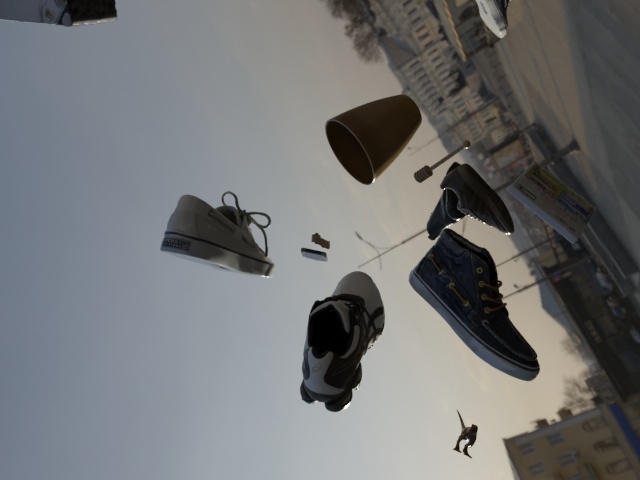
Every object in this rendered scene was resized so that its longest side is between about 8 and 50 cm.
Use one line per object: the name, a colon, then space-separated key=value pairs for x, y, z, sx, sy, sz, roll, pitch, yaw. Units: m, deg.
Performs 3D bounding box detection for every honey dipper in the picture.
honey dipper: x=0.278 y=-0.182 z=1.132 sx=0.030 sy=0.160 sz=0.031 roll=16 pitch=-122 yaw=-29

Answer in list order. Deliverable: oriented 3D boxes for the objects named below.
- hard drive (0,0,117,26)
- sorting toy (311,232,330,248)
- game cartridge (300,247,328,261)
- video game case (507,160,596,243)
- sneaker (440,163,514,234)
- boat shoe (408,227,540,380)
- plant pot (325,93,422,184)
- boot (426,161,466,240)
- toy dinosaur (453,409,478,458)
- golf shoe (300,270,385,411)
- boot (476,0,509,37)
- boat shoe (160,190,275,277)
hard drive: x=-0.295 y=-0.357 z=0.384 sx=0.064 sy=0.236 sz=0.339 roll=-47 pitch=-34 yaw=-52
sorting toy: x=0.000 y=0.000 z=1.556 sx=0.062 sy=0.012 sz=0.083 roll=22 pitch=-157 yaw=-9
game cartridge: x=-0.018 y=0.045 z=1.545 sx=0.056 sy=0.083 sz=0.017 roll=79 pitch=-154 yaw=-62
video game case: x=0.622 y=-0.109 z=1.323 sx=0.212 sy=0.023 sz=0.193 roll=43 pitch=-132 yaw=12
sneaker: x=0.324 y=-0.076 z=1.020 sx=0.188 sy=0.071 sz=0.066 roll=46 pitch=-143 yaw=-16
boat shoe: x=0.183 y=0.067 z=0.556 sx=0.065 sy=0.083 sz=0.183 roll=-3 pitch=-141 yaw=-48
plant pot: x=0.186 y=-0.340 z=1.550 sx=0.237 sy=0.254 sz=0.237 roll=51 pitch=167 yaw=17
boot: x=0.336 y=-0.108 z=1.340 sx=0.076 sy=0.137 sz=0.198 roll=27 pitch=-128 yaw=-7
toy dinosaur: x=0.430 y=0.567 z=1.443 sx=0.064 sy=0.112 sz=0.211 roll=24 pitch=167 yaw=7
golf shoe: x=0.030 y=0.089 z=0.558 sx=0.198 sy=0.077 sz=0.094 roll=-69 pitch=-21 yaw=-49
boot: x=0.371 y=-0.496 z=1.009 sx=0.190 sy=0.086 sz=0.069 roll=19 pitch=-147 yaw=-58
boat shoe: x=-0.182 y=-0.018 z=0.998 sx=0.367 sy=0.135 sz=0.157 roll=32 pitch=-111 yaw=-67
